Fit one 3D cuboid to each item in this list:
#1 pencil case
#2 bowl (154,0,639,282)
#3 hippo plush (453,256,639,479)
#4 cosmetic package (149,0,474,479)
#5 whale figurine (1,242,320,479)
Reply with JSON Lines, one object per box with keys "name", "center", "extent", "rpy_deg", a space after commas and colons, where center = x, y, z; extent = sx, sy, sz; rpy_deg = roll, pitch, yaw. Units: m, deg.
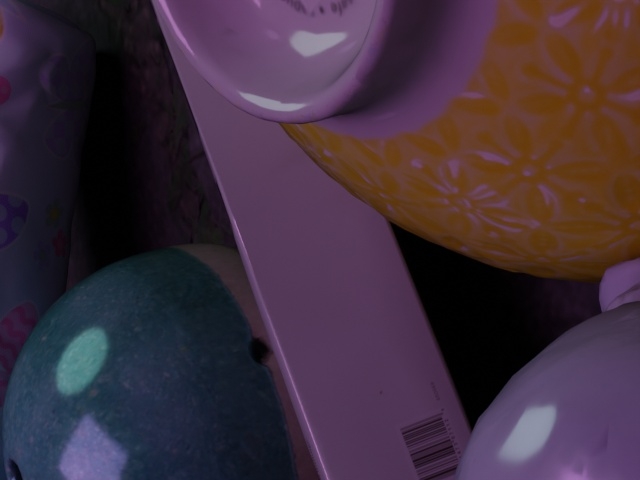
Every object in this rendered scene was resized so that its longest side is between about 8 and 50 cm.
{"name": "pencil case", "center": [-0.191, 0.005, 0.834], "extent": [0.113, 0.124, 0.273], "rpy_deg": [-1, 79, 33]}
{"name": "bowl", "center": [0.039, -0.108, 0.462], "extent": [0.289, 0.156, 0.289], "rpy_deg": [27, 127, 42]}
{"name": "hippo plush", "center": [0.072, 0.121, 0.460], "extent": [0.234, 0.294, 0.236], "rpy_deg": [-113, 46, -71]}
{"name": "cosmetic package", "center": [0.000, 0.000, 0.629], "extent": [0.099, 0.060, 0.239], "rpy_deg": [53, -165, -71]}
{"name": "whale figurine", "center": [-0.091, 0.120, 0.756], "extent": [0.272, 0.141, 0.216], "rpy_deg": [-53, 55, 50]}
